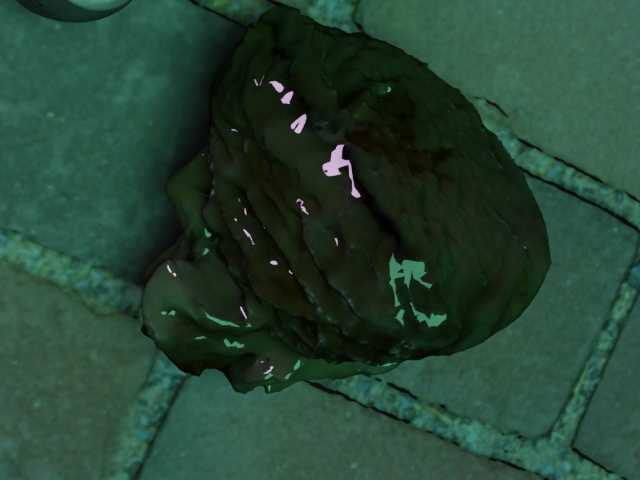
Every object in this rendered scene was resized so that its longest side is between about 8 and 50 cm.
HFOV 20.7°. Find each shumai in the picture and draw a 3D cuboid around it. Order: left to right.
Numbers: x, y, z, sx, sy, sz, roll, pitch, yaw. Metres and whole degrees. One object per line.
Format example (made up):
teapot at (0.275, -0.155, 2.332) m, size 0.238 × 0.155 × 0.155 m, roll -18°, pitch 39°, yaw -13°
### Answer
shumai at (0.001, -0.001, 1.120) m, size 0.218 × 0.256 × 0.189 m, roll -45°, pitch 148°, yaw 25°

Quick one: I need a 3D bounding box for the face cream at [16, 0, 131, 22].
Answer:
face cream at (-0.146, -0.175, 1.051) m, size 0.091 × 0.095 × 0.091 m, roll -6°, pitch 106°, yaw -23°
